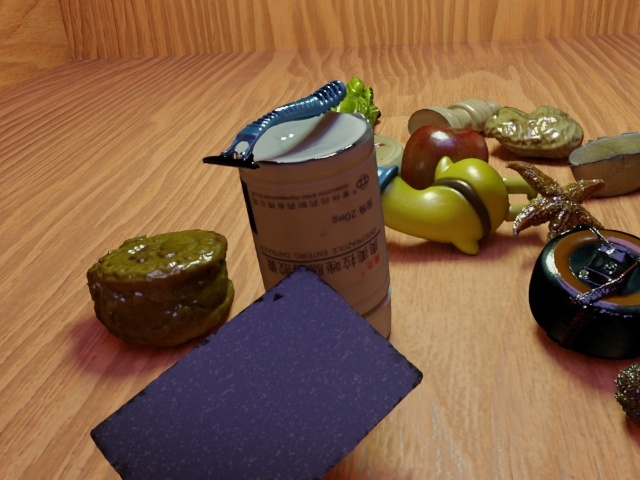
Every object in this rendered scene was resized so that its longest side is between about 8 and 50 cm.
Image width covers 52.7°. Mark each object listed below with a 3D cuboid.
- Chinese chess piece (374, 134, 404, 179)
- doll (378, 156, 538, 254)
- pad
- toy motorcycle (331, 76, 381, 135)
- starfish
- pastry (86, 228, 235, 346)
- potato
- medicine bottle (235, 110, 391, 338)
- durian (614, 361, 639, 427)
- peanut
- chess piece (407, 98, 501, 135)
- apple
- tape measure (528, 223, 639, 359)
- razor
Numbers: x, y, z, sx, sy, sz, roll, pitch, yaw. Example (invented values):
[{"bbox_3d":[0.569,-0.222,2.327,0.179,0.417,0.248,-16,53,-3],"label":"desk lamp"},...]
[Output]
[{"bbox_3d":[0.075,-0.157,1.464,0.249,0.103,0.250,-6,28,3],"label":"Chinese chess piece"},{"bbox_3d":[0.233,-0.068,1.206,0.362,0.145,0.200,-2,66,-3],"label":"doll"},{"bbox_3d":[-0.068,0.189,0.741,0.330,0.004,0.220,-37,64,-21],"label":"pad"},{"bbox_3d":[0.073,-0.356,1.810,0.206,0.142,0.342,33,27,-9],"label":"toy motorcycle"},{"bbox_3d":[0.427,-0.061,1.165,0.240,0.043,0.227,41,60,5],"label":"starfish"},{"bbox_3d":[-0.261,0.076,1.062,0.235,0.132,0.240,-3,19,23],"label":"pastry"},{"bbox_3d":[0.631,-0.165,1.392,0.243,0.098,0.138,-12,24,-1],"label":"potato"},{"bbox_3d":[0.000,0.000,0.934,0.189,0.332,0.190,-8,29,4],"label":"medicine bottle"},{"bbox_3d":[0.401,0.184,0.775,0.091,0.080,0.080,-16,20,29],"label":"durian"},{"bbox_3d":[0.526,-0.270,1.596,0.232,0.110,0.197,3,33,15],"label":"peanut"},{"bbox_3d":[0.391,-0.327,1.742,0.307,0.124,0.138,-23,2,-37],"label":"chess piece"},{"bbox_3d":[0.260,-0.157,1.354,0.180,0.169,0.181,2,17,-1],"label":"apple"},{"bbox_3d":[0.413,0.068,0.937,0.202,0.135,0.223,24,43,29],"label":"tape measure"},{"bbox_3d":[-0.041,-0.157,0.840,0.081,0.042,0.253,11,35,35],"label":"razor"}]
